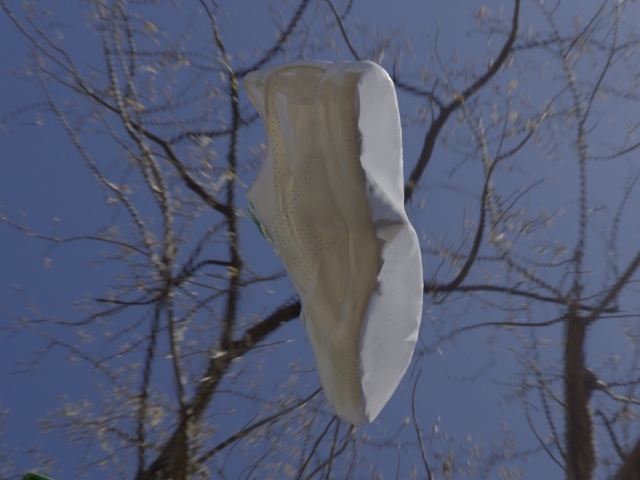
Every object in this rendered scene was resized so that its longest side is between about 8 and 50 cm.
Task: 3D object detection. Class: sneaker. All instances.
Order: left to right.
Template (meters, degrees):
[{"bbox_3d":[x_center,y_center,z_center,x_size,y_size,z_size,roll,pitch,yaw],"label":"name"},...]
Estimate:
[{"bbox_3d":[0.000,0.000,0.821,0.094,0.080,0.212,6,-68,29],"label":"sneaker"}]

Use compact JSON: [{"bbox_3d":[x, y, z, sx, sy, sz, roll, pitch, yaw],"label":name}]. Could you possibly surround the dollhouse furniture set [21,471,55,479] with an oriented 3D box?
[{"bbox_3d":[-0.069,0.287,0.780,0.301,0.151,0.197,21,-133,2],"label":"dollhouse furniture set"}]
